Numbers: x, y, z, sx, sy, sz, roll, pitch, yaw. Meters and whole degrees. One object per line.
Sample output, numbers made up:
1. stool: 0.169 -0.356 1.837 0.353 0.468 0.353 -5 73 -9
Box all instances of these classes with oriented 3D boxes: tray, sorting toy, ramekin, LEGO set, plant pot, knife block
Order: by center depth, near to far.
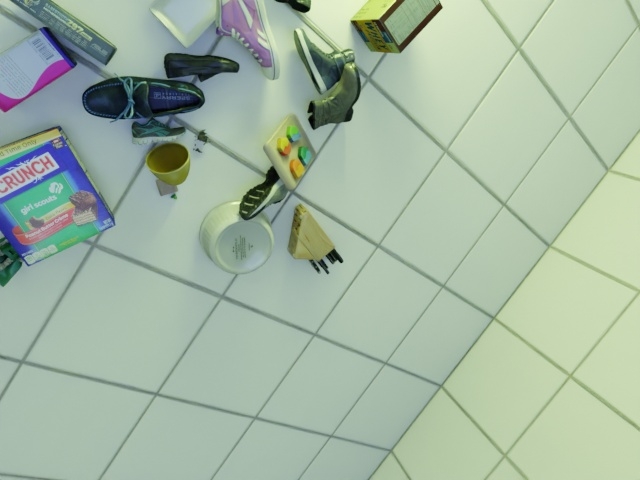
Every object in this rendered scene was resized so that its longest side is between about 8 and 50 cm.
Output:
1. tray: -0.352 -0.711 1.265 0.270 0.030 0.145 -46 125 1
2. plant pot: -0.475 -0.233 1.392 0.134 0.134 0.095 -23 150 -14
3. LEGO set: -0.395 -0.332 1.436 0.083 0.023 0.054 -44 123 16
4. sorting toy: -0.512 -0.172 1.460 0.062 0.012 0.083 -21 118 -21
5. sorting toy: -0.096 -0.311 1.514 0.193 0.038 0.208 59 46 -33
6. ramekin: -0.292 0.000 1.577 0.273 0.127 0.272 -11 118 -21
7. knife block: 0.000 0.000 1.739 0.242 0.088 0.275 1 113 -26

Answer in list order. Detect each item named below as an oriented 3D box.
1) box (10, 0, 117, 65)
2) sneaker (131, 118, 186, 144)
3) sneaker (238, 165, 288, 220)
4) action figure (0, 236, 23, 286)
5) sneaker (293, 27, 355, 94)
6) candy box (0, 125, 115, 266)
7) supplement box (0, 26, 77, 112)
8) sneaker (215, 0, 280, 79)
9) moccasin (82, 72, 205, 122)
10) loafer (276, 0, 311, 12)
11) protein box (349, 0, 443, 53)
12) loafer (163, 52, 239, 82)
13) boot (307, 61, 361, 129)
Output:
1. box: -0.645 -0.549 1.114 0.233 0.183 0.059 32 98 -32
2. sneaker: -0.506 -0.346 1.352 0.167 0.065 0.076 -14 115 -20
3. sneaker: -0.178 -0.159 1.528 0.271 0.100 0.108 -51 140 -30
4. action figure: -0.938 0.027 1.331 0.232 0.063 0.137 -41 121 -7
5. sneaker: 0.019 -0.624 1.439 0.163 0.086 0.226 -32 131 2
6. candy box: -0.798 -0.131 1.253 0.268 0.122 0.317 -30 118 -18
7. supplement box: -0.775 -0.451 1.143 0.220 0.114 0.111 -37 125 -6
8. sneaker: -0.230 -0.613 1.322 0.161 0.102 0.282 -27 122 -15
9. moccasin: -0.513 -0.425 1.274 0.342 0.117 0.137 -15 119 -18
10. loafer: -0.104 -0.771 1.343 0.170 0.062 0.061 13 86 -33
11. protein box: 0.245 -0.742 1.427 0.201 0.200 0.136 -46 124 1
12. loafer: -0.360 -0.525 1.328 0.223 0.076 0.078 -4 121 -18
13. boot: 0.041 -0.478 1.479 0.161 0.083 0.246 -19 152 -19
